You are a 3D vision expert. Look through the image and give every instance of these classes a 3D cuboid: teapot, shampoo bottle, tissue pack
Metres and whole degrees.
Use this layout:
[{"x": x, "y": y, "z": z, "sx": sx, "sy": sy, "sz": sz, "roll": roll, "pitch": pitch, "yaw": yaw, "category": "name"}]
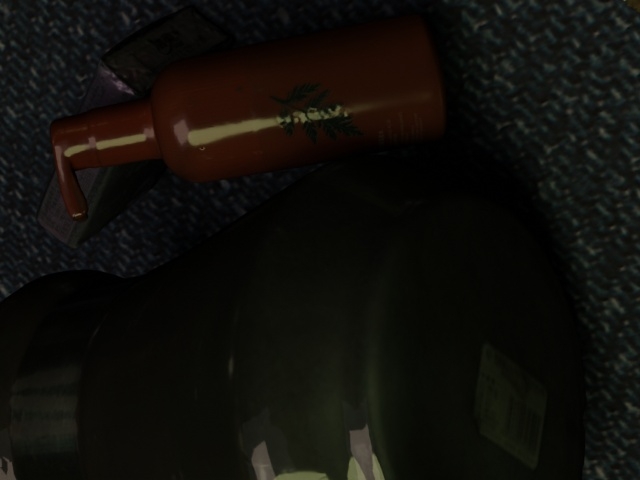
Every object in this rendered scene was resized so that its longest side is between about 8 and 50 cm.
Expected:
[{"x": -0.019, "y": 0.128, "z": 1.004, "sx": 0.361, "sy": 0.306, "sz": 0.376, "roll": -9, "pitch": 149, "yaw": 37, "category": "teapot"}, {"x": -0.045, "y": -0.078, "z": 0.938, "sx": 0.244, "sy": 0.085, "sz": 0.085, "roll": -13, "pitch": 114, "yaw": 0, "category": "shampoo bottle"}, {"x": -0.132, "y": -0.079, "z": 1.050, "sx": 0.051, "sy": 0.112, "sz": 0.156, "roll": 37, "pitch": 131, "yaw": 7, "category": "tissue pack"}]

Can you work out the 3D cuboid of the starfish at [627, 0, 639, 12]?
[{"x": 0.103, "y": -0.195, "z": 0.848, "sx": 0.293, "sy": 0.084, "sz": 0.301, "roll": 3, "pitch": 136, "yaw": 24, "category": "starfish"}]
